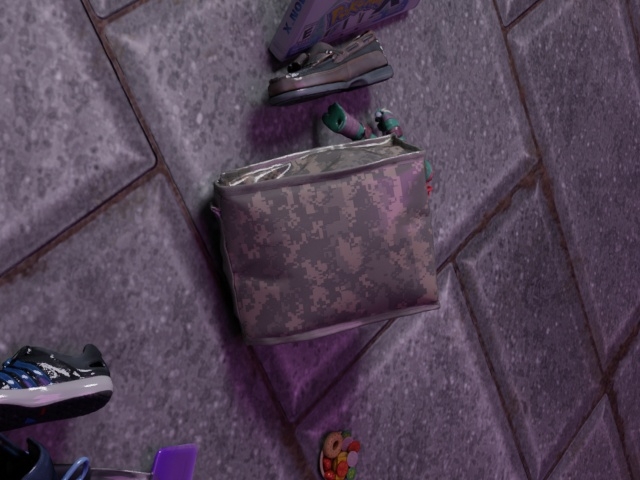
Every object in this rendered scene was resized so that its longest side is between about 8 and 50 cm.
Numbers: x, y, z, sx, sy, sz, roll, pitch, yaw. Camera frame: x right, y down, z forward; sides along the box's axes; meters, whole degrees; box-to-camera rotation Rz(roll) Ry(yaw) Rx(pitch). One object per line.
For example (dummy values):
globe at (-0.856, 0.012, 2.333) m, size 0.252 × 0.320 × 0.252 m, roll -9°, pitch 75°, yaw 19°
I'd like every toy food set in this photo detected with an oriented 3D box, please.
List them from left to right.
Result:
toy food set at (0.030, 0.334, 1.503) m, size 0.083 × 0.020 × 0.083 m, roll 9°, pitch 86°, yaw -46°

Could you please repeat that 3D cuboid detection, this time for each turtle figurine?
turtle figurine at (0.094, -0.120, 1.481) m, size 0.234 × 0.118 × 0.175 m, roll 15°, pitch 82°, yaw -40°

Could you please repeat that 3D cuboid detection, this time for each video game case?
video game case at (0.097, -0.406, 1.364) m, size 0.329 × 0.300 × 0.036 m, roll -31°, pitch 73°, yaw -41°

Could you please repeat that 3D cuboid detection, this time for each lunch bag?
lunch bag at (0.000, 0.000, 1.335) m, size 0.287 × 0.169 × 0.235 m, roll -12°, pitch 109°, yaw -12°

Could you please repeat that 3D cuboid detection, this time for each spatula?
spatula at (-0.260, 0.289, 1.189) m, size 0.296 × 0.030 × 0.084 m, roll 14°, pitch 85°, yaw -46°

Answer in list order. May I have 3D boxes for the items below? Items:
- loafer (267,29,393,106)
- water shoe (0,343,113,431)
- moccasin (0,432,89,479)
loafer at (0.007, -0.250, 1.400) m, size 0.267 × 0.096 × 0.084 m, roll -23°, pitch 100°, yaw -52°
water shoe at (-0.336, 0.162, 1.086) m, size 0.203 × 0.073 × 0.080 m, roll 0°, pitch 51°, yaw -34°
moccasin at (-0.321, 0.261, 0.993) m, size 0.117 × 0.137 × 0.342 m, roll -43°, pitch 119°, yaw 10°
